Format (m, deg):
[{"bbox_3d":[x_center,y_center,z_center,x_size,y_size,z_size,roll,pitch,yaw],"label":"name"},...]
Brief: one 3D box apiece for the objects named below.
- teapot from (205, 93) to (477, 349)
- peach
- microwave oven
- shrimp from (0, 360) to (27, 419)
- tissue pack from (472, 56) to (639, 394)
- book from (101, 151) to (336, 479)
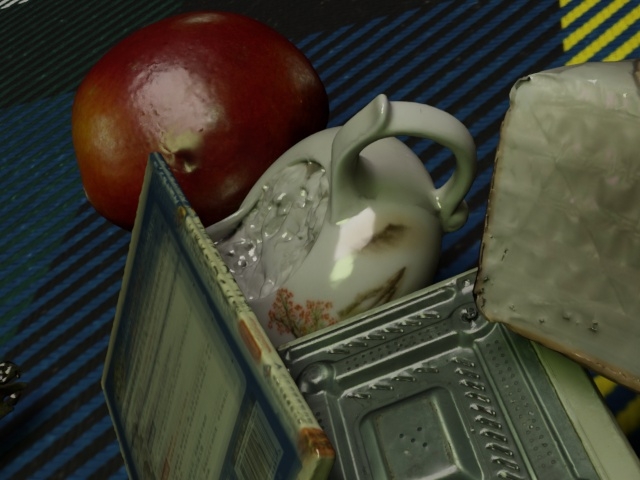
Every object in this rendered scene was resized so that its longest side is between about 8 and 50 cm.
[{"bbox_3d":[0.000,0.000,0.619,0.298,0.139,0.204,-37,37,34],"label":"teapot"},{"bbox_3d":[-0.107,-0.104,0.776,0.243,0.200,0.243,-17,32,11],"label":"peach"},{"bbox_3d":[0.078,0.154,0.453,0.193,0.145,0.241,-19,41,3],"label":"microwave oven"},{"bbox_3d":[-0.402,0.181,0.559,0.445,0.085,0.272,-25,-3,-36],"label":"shrimp"},{"bbox_3d":[0.261,-0.055,0.424,0.305,0.239,0.238,-15,28,-40],"label":"tissue pack"},{"bbox_3d":[-0.089,0.111,0.553,0.018,0.228,0.322,3,31,-28],"label":"book"}]
